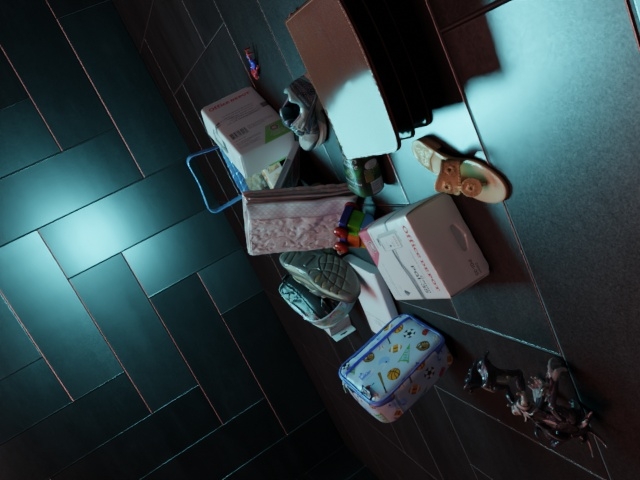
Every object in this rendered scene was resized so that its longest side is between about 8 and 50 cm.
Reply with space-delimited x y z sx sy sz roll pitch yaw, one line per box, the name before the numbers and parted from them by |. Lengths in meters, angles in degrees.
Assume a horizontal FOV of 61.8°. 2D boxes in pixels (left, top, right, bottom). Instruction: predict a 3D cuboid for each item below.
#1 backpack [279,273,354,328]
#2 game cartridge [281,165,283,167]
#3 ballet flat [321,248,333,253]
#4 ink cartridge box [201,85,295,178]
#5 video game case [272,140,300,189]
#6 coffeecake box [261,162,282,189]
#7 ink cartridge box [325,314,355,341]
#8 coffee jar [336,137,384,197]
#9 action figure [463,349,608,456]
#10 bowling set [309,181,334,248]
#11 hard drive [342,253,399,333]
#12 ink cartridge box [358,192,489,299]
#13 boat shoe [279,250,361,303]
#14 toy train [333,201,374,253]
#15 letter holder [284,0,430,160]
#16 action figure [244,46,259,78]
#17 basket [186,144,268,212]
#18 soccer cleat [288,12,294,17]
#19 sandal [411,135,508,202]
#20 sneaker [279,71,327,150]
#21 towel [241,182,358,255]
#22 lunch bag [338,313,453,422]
backpack | 0.003 0.198 1.974 0.253 0.225 0.191 38 175 41
game cartridge | -0.113 -0.235 1.932 0.083 0.017 0.056 62 159 -8
ballet flat | 0.000 0.000 1.962 0.168 0.057 0.052 31 119 51
ink cartridge box | -0.238 -0.362 1.768 0.273 0.199 0.114 50 161 31
video game case | -0.122 -0.151 1.722 0.025 0.285 0.204 18 153 6
coffeecake box | -0.147 -0.200 1.928 0.185 0.068 0.142 61 174 -3
ink cartridge box | 0.054 0.327 2.227 0.180 0.104 0.060 39 152 47
coffee jar | 0.096 -0.202 1.302 0.096 0.079 0.184 40 153 48
action figure | 0.445 0.316 1.090 0.276 0.141 0.164 28 145 11
bowling set | -0.026 -0.038 1.776 0.199 0.154 0.287 53 162 23
hard drive | 0.184 0.203 1.774 0.203 0.040 0.307 27 143 60
ink cartridge box | 0.226 0.022 1.237 0.207 0.117 0.283 61 163 -2
boat shoe | 0.011 0.122 1.827 0.355 0.132 0.130 31 157 42
toy train | 0.121 0.002 1.517 0.144 0.105 0.248 18 155 12
letter holder | 0.094 -0.324 0.999 0.301 0.152 0.214 64 160 -14
action figure | -0.209 -0.549 1.674 0.038 0.030 0.115 57 168 27
basket | -0.335 -0.261 2.043 0.201 0.289 0.254 44 157 49
soccer cleat | -0.058 -0.514 1.311 0.083 0.029 0.036 61 159 -19
sandal | 0.241 -0.121 1.030 0.240 0.079 0.088 44 156 42
sneaker | -0.055 -0.335 1.433 0.110 0.122 0.283 53 161 22
towel | -0.058 -0.053 1.581 0.317 0.332 0.053 95 168 -61
lunch bag | 0.204 0.356 1.528 0.243 0.303 0.114 31 155 56
